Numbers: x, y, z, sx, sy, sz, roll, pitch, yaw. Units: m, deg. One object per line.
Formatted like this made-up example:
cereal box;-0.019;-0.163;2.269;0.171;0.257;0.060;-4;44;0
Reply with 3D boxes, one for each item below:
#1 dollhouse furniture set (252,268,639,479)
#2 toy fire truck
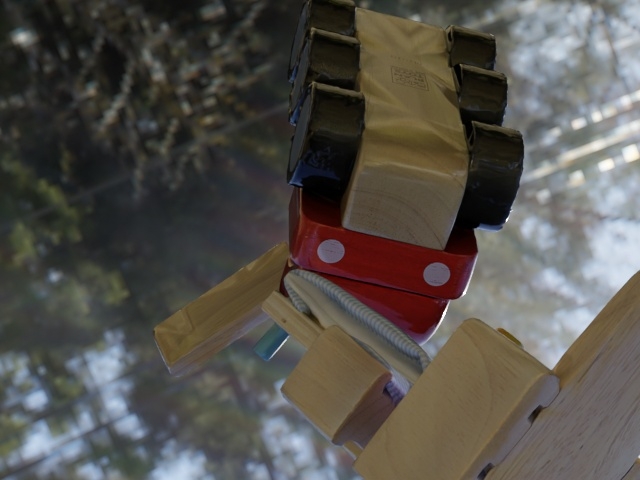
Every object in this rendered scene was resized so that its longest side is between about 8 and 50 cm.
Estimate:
dollhouse furniture set;0.105;0.041;0.773;0.198;0.286;0.303;-49;-142;-3
toy fire truck;0.000;0.000;1.017;0.158;0.246;0.217;12;-153;-8
